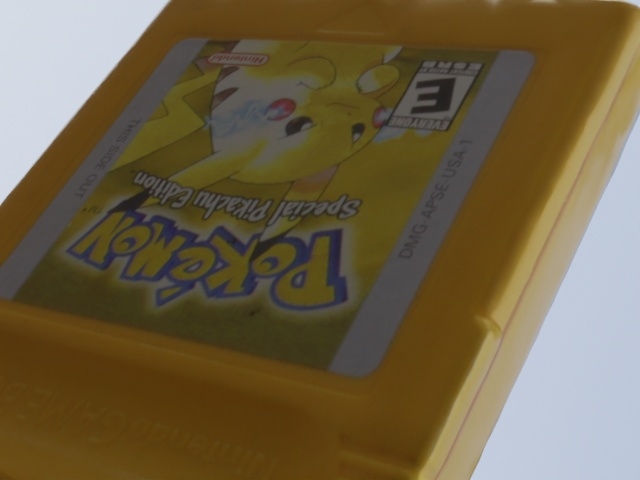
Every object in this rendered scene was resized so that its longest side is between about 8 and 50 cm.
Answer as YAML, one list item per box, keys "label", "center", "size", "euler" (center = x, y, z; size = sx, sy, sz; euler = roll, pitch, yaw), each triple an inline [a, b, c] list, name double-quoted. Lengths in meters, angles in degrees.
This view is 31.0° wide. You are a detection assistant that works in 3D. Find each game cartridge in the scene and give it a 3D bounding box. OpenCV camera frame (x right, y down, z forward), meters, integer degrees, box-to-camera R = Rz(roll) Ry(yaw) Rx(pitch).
- label: "game cartridge"
  center: [-0.035, 0.002, 0.520]
  size: [0.285, 0.053, 0.324]
  euler: [9, -130, 32]
